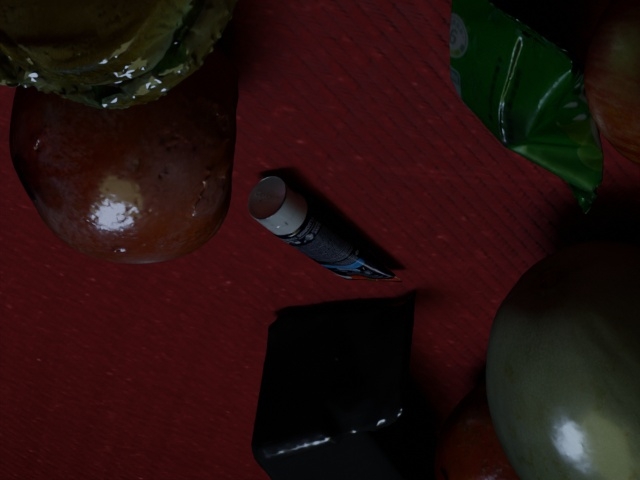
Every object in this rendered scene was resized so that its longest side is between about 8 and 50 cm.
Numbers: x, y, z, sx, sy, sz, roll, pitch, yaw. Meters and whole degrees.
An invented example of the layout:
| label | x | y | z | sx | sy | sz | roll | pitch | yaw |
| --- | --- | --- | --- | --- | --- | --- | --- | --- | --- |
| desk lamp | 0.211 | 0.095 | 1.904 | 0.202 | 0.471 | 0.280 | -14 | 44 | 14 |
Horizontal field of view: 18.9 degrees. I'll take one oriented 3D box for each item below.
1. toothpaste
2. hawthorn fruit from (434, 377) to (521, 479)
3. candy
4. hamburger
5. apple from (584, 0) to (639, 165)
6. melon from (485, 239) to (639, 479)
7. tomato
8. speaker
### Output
| label | x | y | z | sx | sy | sz | roll | pitch | yaw |
| --- | --- | --- | --- | --- | --- | --- | --- | --- | --- |
| toothpaste | 0.000 | 0.000 | 1.841 | 0.071 | 0.045 | 0.193 | 1 | 157 | 38 |
| hawthorn fruit | 0.202 | 0.238 | 2.025 | 0.185 | 0.185 | 0.202 | 27 | 128 | -24 |
| candy | 0.155 | -0.115 | 1.476 | 0.141 | 0.078 | 0.203 | 30 | 160 | 32 |
| hamburger | -0.138 | -0.191 | 1.405 | 0.215 | 0.189 | 0.122 | -11 | 153 | 35 |
| apple | 0.269 | -0.118 | 1.400 | 0.131 | 0.146 | 0.146 | 17 | 157 | 33 |
| melon | 0.279 | 0.138 | 1.741 | 0.272 | 0.271 | 0.308 | -6 | 160 | 32 |
| tomato | -0.161 | -0.086 | 1.569 | 0.184 | 0.208 | 0.208 | 6 | 152 | -2 |
| speaker | 0.065 | 0.216 | 2.067 | 0.184 | 0.180 | 0.388 | -4 | 147 | 20 |
